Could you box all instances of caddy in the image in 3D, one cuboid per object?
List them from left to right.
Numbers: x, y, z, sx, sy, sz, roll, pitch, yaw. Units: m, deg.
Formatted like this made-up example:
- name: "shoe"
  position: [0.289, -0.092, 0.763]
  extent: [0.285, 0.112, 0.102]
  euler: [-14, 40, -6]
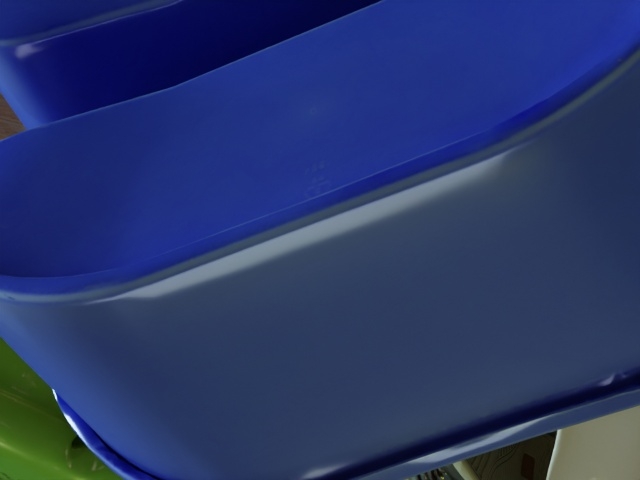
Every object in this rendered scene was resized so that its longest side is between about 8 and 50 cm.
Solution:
- name: "caddy"
  position: [0.029, -0.043, 0.656]
  extent: [0.341, 0.241, 0.179]
  euler: [-20, 138, 19]

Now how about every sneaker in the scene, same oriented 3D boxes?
- name: "sneaker"
  position: [0.097, 0.157, 1.365]
  extent: [0.118, 0.083, 0.222]
  euler: [2, 156, 31]

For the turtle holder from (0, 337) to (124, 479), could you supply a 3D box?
- name: "turtle holder"
  position: [-0.194, 0.053, 1.092]
  extent: [0.243, 0.227, 0.320]
  euler: [33, 155, -35]

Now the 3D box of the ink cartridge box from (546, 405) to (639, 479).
- name: "ink cartridge box"
  position: [0.320, 0.221, 1.203]
  extent: [0.353, 0.207, 0.119]
  euler: [19, 160, -10]

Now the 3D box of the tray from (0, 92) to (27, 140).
- name: "tray"
  position: [0.000, 0.000, 0.932]
  extent: [0.411, 0.076, 0.203]
  euler: [15, 177, -15]
